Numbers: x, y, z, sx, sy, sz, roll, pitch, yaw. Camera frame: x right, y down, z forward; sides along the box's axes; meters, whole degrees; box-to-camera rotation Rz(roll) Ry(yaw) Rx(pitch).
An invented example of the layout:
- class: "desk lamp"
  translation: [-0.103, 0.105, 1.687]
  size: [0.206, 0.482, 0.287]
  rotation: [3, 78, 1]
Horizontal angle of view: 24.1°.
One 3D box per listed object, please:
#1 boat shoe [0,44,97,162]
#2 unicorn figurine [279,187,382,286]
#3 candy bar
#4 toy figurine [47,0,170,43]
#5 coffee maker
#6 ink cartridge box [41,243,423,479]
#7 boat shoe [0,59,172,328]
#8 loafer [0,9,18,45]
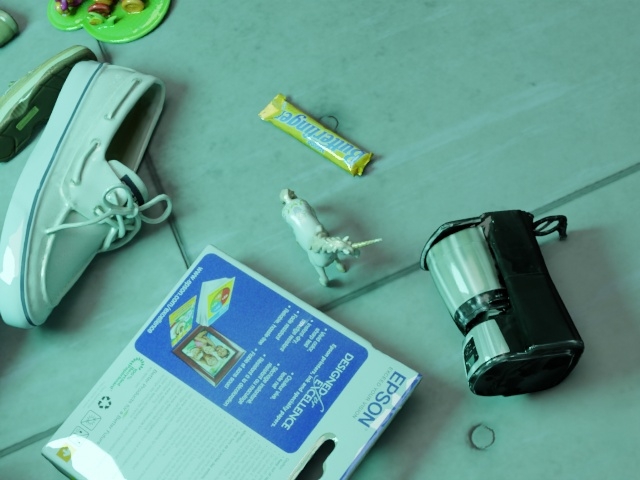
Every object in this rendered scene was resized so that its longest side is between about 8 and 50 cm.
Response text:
- class: "boat shoe"
  translation: [-0.369, -0.185, 1.895]
  size: [0.190, 0.068, 0.072]
  rotation: [-42, 50, -11]
- class: "unicorn figurine"
  translation: [0.000, 0.000, 1.683]
  size: [0.162, 0.111, 0.060]
  rotation: [38, 76, 27]
- class: "candy bar"
  translation: [-0.003, -0.126, 1.805]
  size: [0.161, 0.018, 0.040]
  rotation: [34, 75, 27]
- class: "toy figurine"
  translation: [-0.296, -0.341, 1.899]
  size: [0.173, 0.159, 0.130]
  rotation: [-5, 67, 13]
- class: "coffee maker"
  translation: [0.212, 0.063, 1.598]
  size: [0.171, 0.120, 0.178]
  rotation: [-20, 61, 1]
- class: "ink cartridge box"
  translation: [-0.094, 0.198, 1.629]
  size: [0.307, 0.072, 0.303]
  rotation: [32, 72, 23]
- class: "boat shoe"
  translation: [-0.256, -0.052, 1.770]
  size: [0.156, 0.136, 0.367]
  rotation: [7, 55, 13]
- class: "loafer"
  translation: [-0.470, -0.292, 1.977]
  size: [0.148, 0.056, 0.050]
  rotation: [18, 62, 21]
